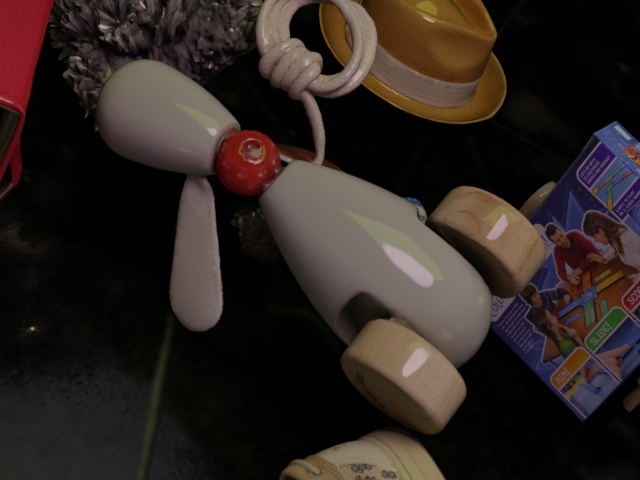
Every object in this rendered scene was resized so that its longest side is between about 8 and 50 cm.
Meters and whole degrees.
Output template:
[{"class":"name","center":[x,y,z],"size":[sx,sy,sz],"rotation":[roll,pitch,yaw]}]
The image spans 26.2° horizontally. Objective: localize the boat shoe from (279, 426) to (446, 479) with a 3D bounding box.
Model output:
[{"class":"boat shoe","center":[0.071,0.243,0.840],"size":[0.089,0.104,0.285],"rotation":[-10,47,-30]}]

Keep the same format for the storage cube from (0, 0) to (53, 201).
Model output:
[{"class":"storage cube","center":[-0.289,-0.115,0.893],"size":[0.215,0.183,0.193],"rotation":[17,45,-15]}]

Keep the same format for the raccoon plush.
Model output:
[{"class":"raccoon plush","center":[-0.228,-0.267,1.007],"size":[0.446,0.216,0.299],"rotation":[21,41,-41]}]

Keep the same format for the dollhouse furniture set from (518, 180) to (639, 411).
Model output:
[{"class":"dollhouse furniture set","center":[0.304,0.005,1.134],"size":[0.212,0.161,0.242],"rotation":[47,45,16]}]

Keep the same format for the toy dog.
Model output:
[{"class":"toy dog","center":[0.000,0.000,0.972],"size":[0.220,0.161,0.333],"rotation":[-30,70,-17]}]

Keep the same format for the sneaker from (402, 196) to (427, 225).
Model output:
[{"class":"sneaker","center":[0.039,0.003,1.068],"size":[0.135,0.052,0.058],"rotation":[-12,62,-36]}]

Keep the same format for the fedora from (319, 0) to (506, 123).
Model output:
[{"class":"fedora","center":[0.097,-0.194,1.258],"size":[0.194,0.079,0.194],"rotation":[16,46,-17]}]

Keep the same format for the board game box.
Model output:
[{"class":"board game box","center":[0.209,0.028,1.030],"size":[0.136,0.201,0.035],"rotation":[47,45,15]}]
